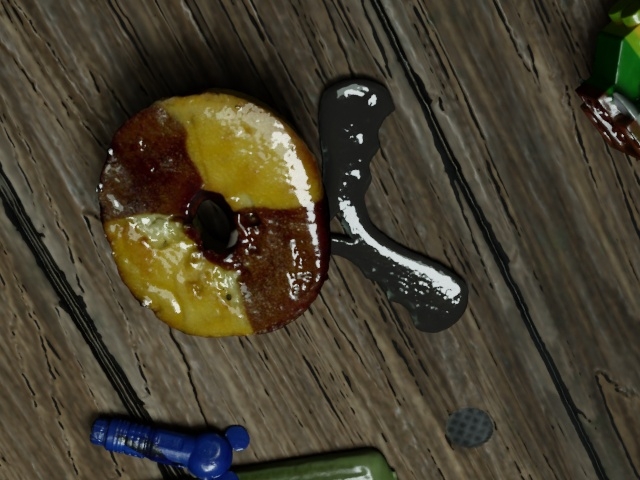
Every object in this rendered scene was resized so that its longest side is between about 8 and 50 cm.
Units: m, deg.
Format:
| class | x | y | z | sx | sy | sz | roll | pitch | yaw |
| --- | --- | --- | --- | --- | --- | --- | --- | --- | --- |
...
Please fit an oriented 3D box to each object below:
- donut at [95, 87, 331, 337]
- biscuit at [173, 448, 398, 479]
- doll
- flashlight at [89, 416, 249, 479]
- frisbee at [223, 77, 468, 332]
| class | x | y | z | sx | sy | sz | roll | pitch | yaw |
| --- | --- | --- | --- | --- | --- | --- | --- | --- | --- |
| donut | -0.069 | -0.025 | 1.145 | 0.166 | 0.073 | 0.184 | -16 | 109 | 16 |
| biscuit | -0.093 | 0.234 | 1.300 | 0.322 | 0.038 | 0.099 | -11 | 112 | 8 |
| doll | 0.251 | -0.126 | 1.069 | 0.134 | 0.106 | 0.186 | 18 | 99 | -16 |
| flashlight | -0.118 | 0.161 | 1.268 | 0.121 | 0.057 | 0.035 | 12 | 154 | 4 |
| frisbee | 0.000 | 0.000 | 1.194 | 0.187 | 0.012 | 0.211 | -23 | 112 | 14 |
